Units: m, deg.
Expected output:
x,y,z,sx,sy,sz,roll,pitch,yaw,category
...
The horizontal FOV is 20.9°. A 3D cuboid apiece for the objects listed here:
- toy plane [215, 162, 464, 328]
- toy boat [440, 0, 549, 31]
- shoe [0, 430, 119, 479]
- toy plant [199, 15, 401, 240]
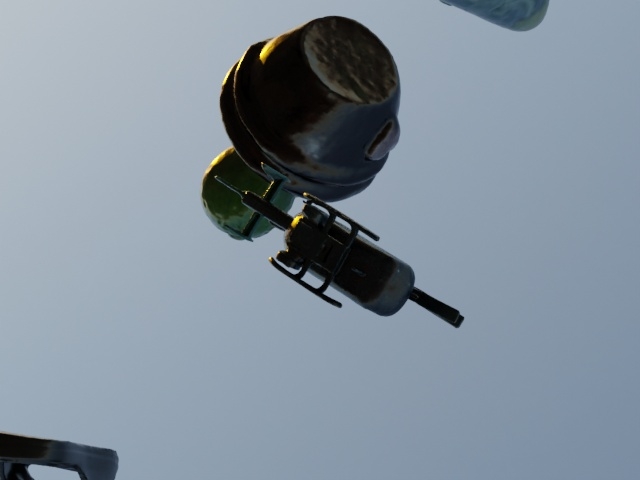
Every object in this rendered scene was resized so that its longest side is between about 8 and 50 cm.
x,y,z,sx,sy,sz,roll,pitch,yaw,category
0.000,0.000,1.288,0.235,0.096,0.060,32,-83,34,toy plane
0.106,-0.312,1.923,0.215,0.330,0.123,41,-80,38,toy boat
-0.291,0.254,1.836,0.108,0.241,0.093,6,-100,10,shoe
-0.023,-0.106,1.693,0.235,0.175,0.218,-49,179,42,toy plant
